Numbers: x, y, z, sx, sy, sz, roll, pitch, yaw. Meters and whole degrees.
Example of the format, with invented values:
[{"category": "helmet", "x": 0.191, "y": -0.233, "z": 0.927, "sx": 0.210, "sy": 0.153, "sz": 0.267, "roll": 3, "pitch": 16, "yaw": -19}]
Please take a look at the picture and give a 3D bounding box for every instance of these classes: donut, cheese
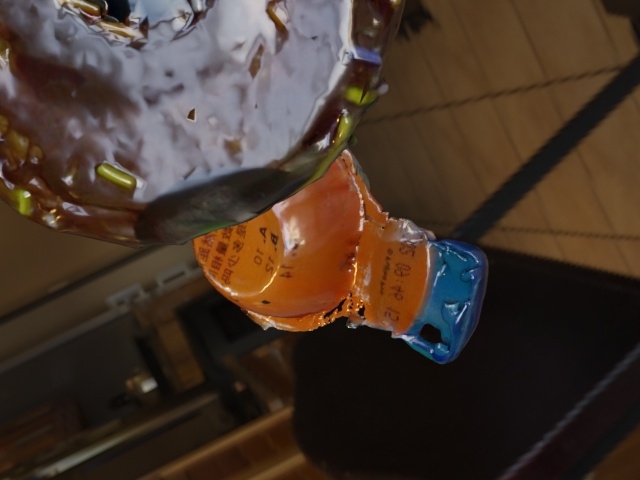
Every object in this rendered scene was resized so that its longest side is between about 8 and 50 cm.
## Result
[{"category": "donut", "x": -0.069, "y": -0.112, "z": 0.563, "sx": 0.216, "sy": 0.230, "sz": 0.096, "roll": 48, "pitch": -164, "yaw": -7}, {"category": "cheese", "x": 0.000, "y": 0.000, "z": 1.202, "sx": 0.329, "sy": 0.129, "sz": 0.217, "roll": 25, "pitch": 116, "yaw": 32}]
